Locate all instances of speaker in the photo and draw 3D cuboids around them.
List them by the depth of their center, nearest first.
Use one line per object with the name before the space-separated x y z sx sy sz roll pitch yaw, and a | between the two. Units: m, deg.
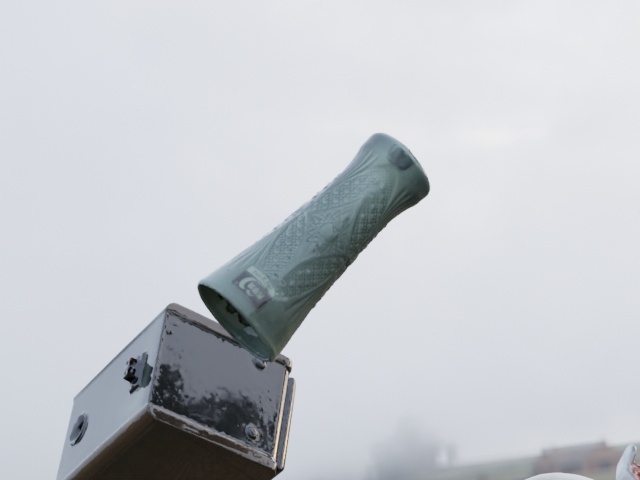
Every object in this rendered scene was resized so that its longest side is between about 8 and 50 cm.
speaker | -0.162 0.208 1.922 0.192 0.153 0.231 26 -43 -21

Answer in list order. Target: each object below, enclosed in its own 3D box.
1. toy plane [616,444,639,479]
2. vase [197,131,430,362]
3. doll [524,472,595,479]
toy plane | 0.325 0.250 1.370 0.252 0.252 0.118 2 -44 -48
vase | 0.000 0.000 1.568 0.219 0.096 0.096 -44 1 -16
doll | 0.288 0.326 1.642 0.226 0.215 0.370 -13 -17 33
